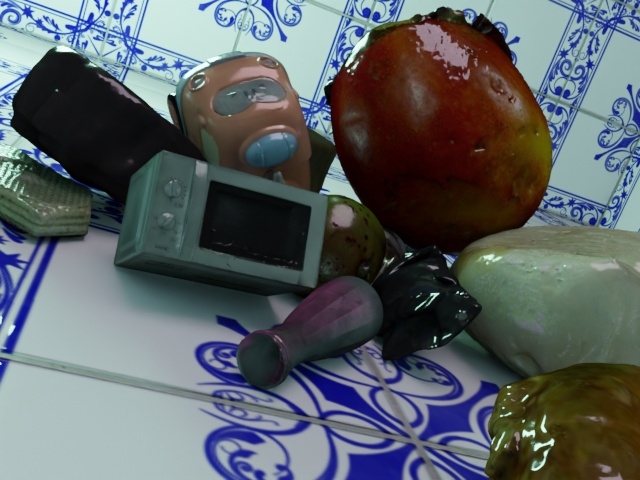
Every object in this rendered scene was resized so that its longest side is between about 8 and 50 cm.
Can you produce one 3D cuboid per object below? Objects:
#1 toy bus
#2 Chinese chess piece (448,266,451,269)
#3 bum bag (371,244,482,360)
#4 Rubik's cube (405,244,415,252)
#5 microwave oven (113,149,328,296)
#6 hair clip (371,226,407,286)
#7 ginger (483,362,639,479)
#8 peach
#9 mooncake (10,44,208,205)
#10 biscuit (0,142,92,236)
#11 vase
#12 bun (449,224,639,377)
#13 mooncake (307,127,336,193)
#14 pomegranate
[{"bbox_3d":[-0.111,-0.138,1.134,0.194,0.288,0.232,-19,41,-17],"label":"toy bus"},{"bbox_3d":[0.235,0.072,1.317,0.084,0.034,0.084,17,13,-4],"label":"Chinese chess piece"},{"bbox_3d":[0.129,0.080,0.974,0.074,0.137,0.310,61,6,-12],"label":"bum bag"},{"bbox_3d":[0.188,-0.009,1.431,0.092,0.092,0.092,11,17,-32],"label":"Rubik's cube"},{"bbox_3d":[-0.118,-0.015,0.844,0.208,0.123,0.162,14,-13,-26],"label":"microwave oven"},{"bbox_3d":[0.104,0.054,1.207,0.123,0.102,0.138,35,-13,40],"label":"hair clip"},{"bbox_3d":[0.214,0.188,0.575,0.172,0.165,0.321,20,17,32],"label":"ginger"},{"bbox_3d":[0.199,-0.179,1.204,0.417,0.339,0.353,52,23,-14],"label":"peach"},{"bbox_3d":[-0.303,-0.139,1.023,0.283,0.141,0.283,36,-6,4],"label":"mooncake"},{"bbox_3d":[-0.391,-0.073,0.922,0.252,0.052,0.150,27,15,25],"label":"biscuit"},{"bbox_3d":[-0.010,0.099,0.770,0.086,0.086,0.214,26,19,21],"label":"vase"},{"bbox_3d":[0.366,0.097,1.023,0.364,0.220,0.365,0,9,0],"label":"bun"},{"bbox_3d":[-0.116,-0.186,1.528,0.290,0.161,0.290,21,14,-6],"label":"mooncake"},{"bbox_3d":[0.000,0.000,0.997,0.159,0.159,0.205,6,31,-46],"label":"pomegranate"}]
